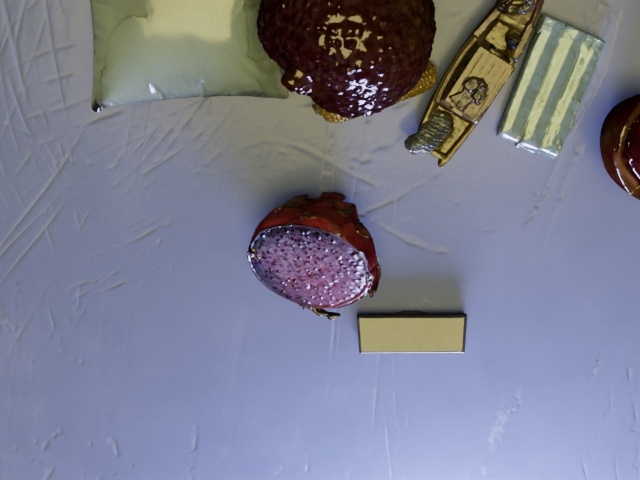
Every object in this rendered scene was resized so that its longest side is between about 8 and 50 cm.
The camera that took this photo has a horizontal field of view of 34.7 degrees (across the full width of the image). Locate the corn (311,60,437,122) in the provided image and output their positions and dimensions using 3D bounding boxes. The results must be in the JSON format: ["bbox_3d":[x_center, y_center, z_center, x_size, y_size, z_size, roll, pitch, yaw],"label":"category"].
[{"bbox_3d":[0.086,-0.238,1.628,0.207,0.068,0.068,-17,109,6],"label":"corn"}]

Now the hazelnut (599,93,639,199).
[{"bbox_3d":[0.539,-0.147,1.613,0.202,0.160,0.170,11,108,2],"label":"hazelnut"}]

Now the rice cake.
[{"bbox_3d":[0.365,-0.243,1.641,0.124,0.038,0.211,21,109,-7],"label":"rice cake"}]

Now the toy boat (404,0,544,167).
[{"bbox_3d":[0.245,-0.258,1.595,0.089,0.121,0.321,31,107,-5],"label":"toy boat"}]

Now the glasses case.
[{"bbox_3d":[0.159,0.160,1.787,0.191,0.042,0.072,0,103,0],"label":"glasses case"}]

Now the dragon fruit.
[{"bbox_3d":[-0.001,-0.003,1.691,0.224,0.148,0.218,33,138,-20],"label":"dragon fruit"}]

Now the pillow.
[{"bbox_3d":[-0.210,-0.355,1.560,0.310,0.119,0.312,-3,109,-3],"label":"pillow"}]

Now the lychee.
[{"bbox_3d":[0.041,-0.305,1.485,0.261,0.260,0.260,0,110,0],"label":"lychee"}]
